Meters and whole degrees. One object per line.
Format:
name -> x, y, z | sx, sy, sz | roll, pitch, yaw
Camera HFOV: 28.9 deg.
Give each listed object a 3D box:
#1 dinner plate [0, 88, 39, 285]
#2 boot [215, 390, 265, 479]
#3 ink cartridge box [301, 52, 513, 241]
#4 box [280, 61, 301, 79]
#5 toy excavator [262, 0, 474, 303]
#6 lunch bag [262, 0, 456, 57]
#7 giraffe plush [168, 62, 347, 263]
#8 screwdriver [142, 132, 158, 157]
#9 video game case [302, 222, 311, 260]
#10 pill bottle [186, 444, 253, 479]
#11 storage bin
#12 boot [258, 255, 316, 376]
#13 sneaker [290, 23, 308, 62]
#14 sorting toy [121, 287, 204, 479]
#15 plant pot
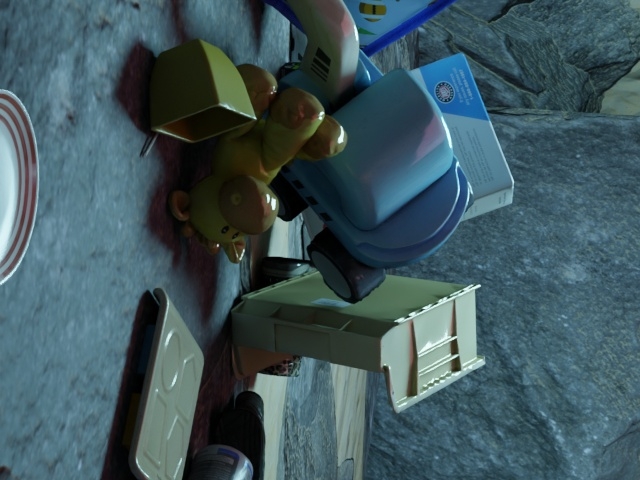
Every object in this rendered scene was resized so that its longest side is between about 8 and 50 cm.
dinner plate -> -0.233, -0.037, 0.879 | 0.141, 0.017, 0.141 | 5, 90, -82
boot -> -0.104, 0.336, 1.696 | 0.161, 0.084, 0.246 | 5, 91, -87
ink cartridge box -> 0.111, -0.117, 1.884 | 0.129, 0.308, 0.223 | 56, 15, -77
box -> -0.016, -0.244, 1.907 | 0.062, 0.083, 0.052 | -58, 152, -70
toy excavator -> 0.026, -0.182, 1.527 | 0.222, 0.433, 0.445 | -38, 172, -17
lunch bag -> 0.118, -0.473, 1.672 | 0.239, 0.385, 0.327 | 35, 51, -32
giraffe plush -> -0.093, -0.074, 1.398 | 0.210, 0.181, 0.170 | -27, -141, 60
screwdriver -> -0.153, -0.139, 1.300 | 0.170, 0.025, 0.024 | -76, 167, -47
video game case -> 0.000, 0.000, 2.319 | 0.206, 0.026, 0.227 | -75, 167, -49
pill bottle -> -0.133, 0.320, 1.497 | 0.137, 0.078, 0.078 | -73, 165, -52
storage bin -> 0.051, 0.131, 1.726 | 0.260, 0.262, 0.123 | -19, 112, -52
boot -> -0.045, 0.117, 1.923 | 0.236, 0.085, 0.178 | 11, 86, -74
sneaker -> -0.023, -0.319, 1.952 | 0.040, 0.044, 0.109 | -60, 152, -65
sorting toy -> -0.170, 0.178, 1.342 | 0.193, 0.038, 0.208 | 75, 17, -65
plant pot -> -0.126, -0.155, 1.261 | 0.081, 0.082, 0.083 | 14, 61, -64
